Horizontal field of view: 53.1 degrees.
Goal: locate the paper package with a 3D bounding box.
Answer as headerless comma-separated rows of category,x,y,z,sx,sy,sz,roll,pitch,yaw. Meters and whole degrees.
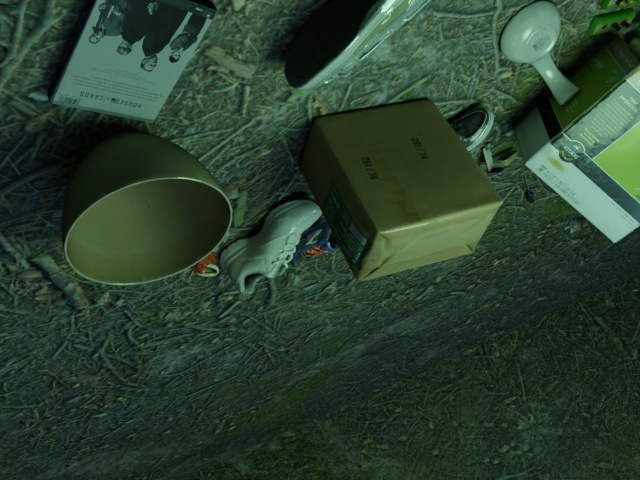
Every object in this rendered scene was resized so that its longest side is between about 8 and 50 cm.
paper package,0.156,-0.114,1.327,0.309,0.325,0.168,-13,147,-21

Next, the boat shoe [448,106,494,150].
boat shoe,0.298,-0.236,1.499,0.228,0.080,0.076,-33,161,25

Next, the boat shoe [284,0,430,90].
boat shoe,0.076,-0.365,1.082,0.320,0.118,0.103,-43,143,13

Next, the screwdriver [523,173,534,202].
screwdriver,0.634,-0.162,1.945,0.025,0.024,0.170,-29,146,5

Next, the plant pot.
plant pot,-0.321,-0.081,1.126,0.284,0.191,0.284,-21,150,-12

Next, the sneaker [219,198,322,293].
sneaker,-0.103,0.017,1.518,0.297,0.129,0.111,-40,146,19

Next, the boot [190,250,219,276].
boot,-0.289,0.034,1.441,0.059,0.084,0.158,-38,147,21

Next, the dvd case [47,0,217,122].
dvd case,-0.291,-0.290,0.985,0.179,0.029,0.238,5,138,-44

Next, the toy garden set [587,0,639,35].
toy garden set,0.715,-0.551,1.367,0.204,0.049,0.244,-17,149,-17

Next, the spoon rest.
spoon rest,0.481,-0.408,1.395,0.137,0.084,0.276,-38,136,15

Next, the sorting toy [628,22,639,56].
sorting toy,0.802,-0.427,1.545,0.046,0.132,0.274,-53,161,-9

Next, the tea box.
tea box,0.705,-0.237,1.526,0.329,0.220,0.323,37,122,-16

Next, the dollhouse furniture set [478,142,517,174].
dollhouse furniture set,0.459,-0.235,1.700,0.114,0.091,0.081,-35,115,-32

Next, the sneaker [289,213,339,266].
sneaker,0.000,0.000,1.616,0.221,0.087,0.083,-43,146,26
